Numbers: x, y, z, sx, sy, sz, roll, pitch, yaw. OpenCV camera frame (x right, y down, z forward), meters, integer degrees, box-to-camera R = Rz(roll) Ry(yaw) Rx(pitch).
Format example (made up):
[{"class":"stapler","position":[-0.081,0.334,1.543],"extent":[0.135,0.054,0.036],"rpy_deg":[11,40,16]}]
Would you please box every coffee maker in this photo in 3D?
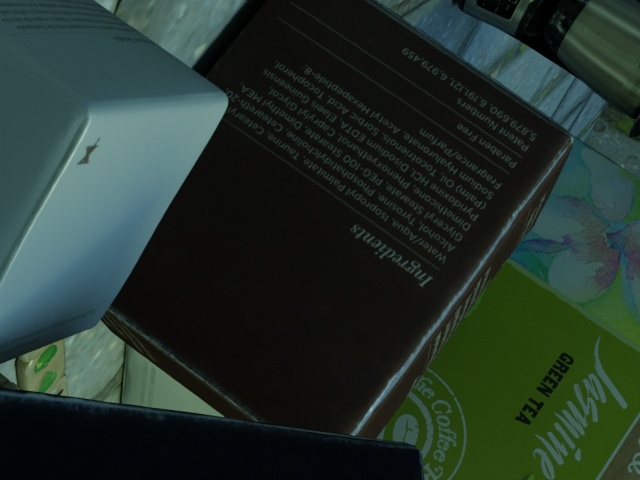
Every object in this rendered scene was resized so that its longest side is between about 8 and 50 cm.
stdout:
[{"class":"coffee maker","position":[0.214,-0.177,1.078],"extent":[0.120,0.178,0.171],"rpy_deg":[-55,167,13]}]

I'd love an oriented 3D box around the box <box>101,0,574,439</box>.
[{"class":"box","position":[0.000,0.000,0.725],"extent":[0.203,0.167,0.168],"rpy_deg":[-52,171,-11]}]

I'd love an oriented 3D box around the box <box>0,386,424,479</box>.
[{"class":"box","position":[-0.103,0.266,0.445],"extent":[0.312,0.179,0.343],"rpy_deg":[-46,-140,51]}]

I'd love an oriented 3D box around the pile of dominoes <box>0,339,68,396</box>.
[{"class":"pile of dominoes","position":[-0.185,0.140,0.704],"extent":[0.196,0.040,0.251],"rpy_deg":[-49,167,-27]}]

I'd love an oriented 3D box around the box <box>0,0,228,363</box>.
[{"class":"box","position":[-0.102,-0.026,0.434],"extent":[0.102,0.087,0.101],"rpy_deg":[-58,168,16]}]

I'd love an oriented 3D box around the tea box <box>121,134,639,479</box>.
[{"class":"tea box","position":[0.085,0.094,0.966],"extent":[0.329,0.324,0.220],"rpy_deg":[-49,167,-31]}]
